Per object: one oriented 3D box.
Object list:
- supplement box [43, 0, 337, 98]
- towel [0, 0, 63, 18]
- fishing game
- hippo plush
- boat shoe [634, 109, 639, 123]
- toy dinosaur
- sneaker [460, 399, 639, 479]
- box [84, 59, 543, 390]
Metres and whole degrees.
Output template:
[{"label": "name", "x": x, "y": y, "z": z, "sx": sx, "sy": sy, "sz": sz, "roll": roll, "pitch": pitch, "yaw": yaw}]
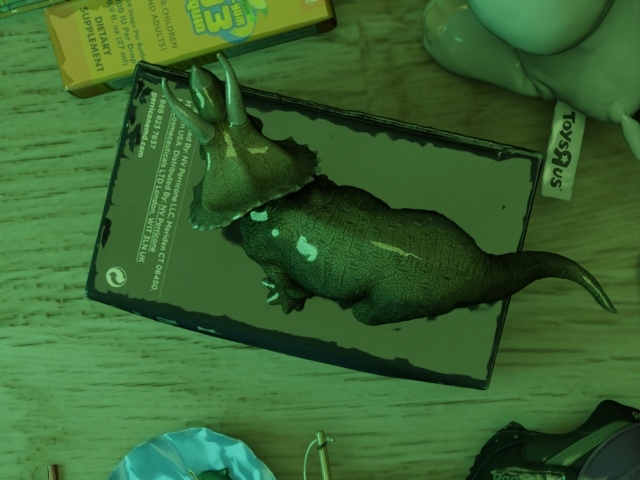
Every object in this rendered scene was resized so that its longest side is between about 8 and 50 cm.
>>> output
[{"label": "supplement box", "x": -0.107, "y": -0.187, "z": 1.460, "sx": 0.233, "sy": 0.080, "sz": 0.078, "roll": -16, "pitch": 89, "yaw": 0}, {"label": "towel", "x": -0.354, "y": -0.306, "z": 1.499, "sx": 0.370, "sy": 0.040, "sz": 0.271, "roll": -15, "pitch": 85, "yaw": 4}, {"label": "fishing game", "x": -0.108, "y": 0.249, "z": 1.428, "sx": 0.264, "sy": 0.041, "sz": 0.189, "roll": -5, "pitch": 87, "yaw": 18}, {"label": "hippo plush", "x": 0.156, "y": -0.195, "z": 1.339, "sx": 0.234, "sy": 0.236, "sz": 0.294, "roll": 1, "pitch": 81, "yaw": 26}, {"label": "boat shoe", "x": 0.302, "y": -0.201, "z": 1.454, "sx": 0.079, "sy": 0.084, "sz": 0.233, "roll": 18, "pitch": 96, "yaw": 39}, {"label": "toy dinosaur", "x": 0.032, "y": 0.009, "z": 1.107, "sx": 0.313, "sy": 0.160, "sz": 0.121, "roll": 28, "pitch": 88, "yaw": 4}, {"label": "sneaker", "x": 0.148, "y": 0.221, "z": 1.431, "sx": 0.283, "sy": 0.107, "sz": 0.124, "roll": -20, "pitch": 66, "yaw": 2}, {"label": "box", "x": 0.000, "y": 0.000, "z": 1.335, "sx": 0.294, "sy": 0.296, "sz": 0.183, "roll": 12, "pitch": 87, "yaw": 4}]
